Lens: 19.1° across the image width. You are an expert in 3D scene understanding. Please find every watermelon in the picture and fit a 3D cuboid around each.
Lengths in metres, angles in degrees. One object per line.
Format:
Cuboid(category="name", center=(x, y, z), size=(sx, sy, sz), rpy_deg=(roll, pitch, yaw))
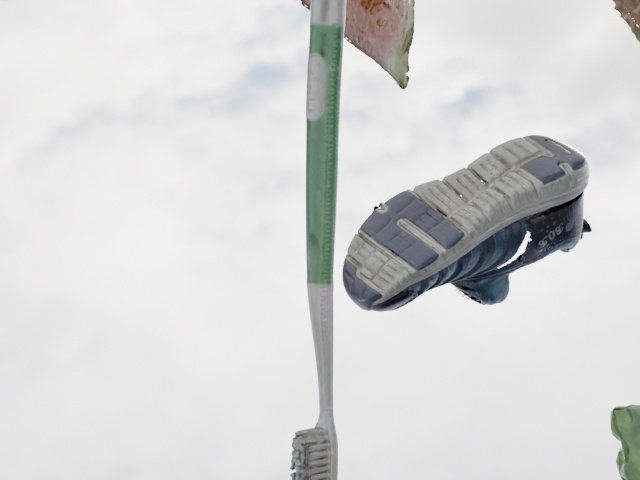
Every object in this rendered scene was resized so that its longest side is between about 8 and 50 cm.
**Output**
Cuboid(category="watermelon", center=(-0.013, -0.176, 1.048), size=(0.063, 0.245, 0.119), rpy_deg=(-23, -127, 22))

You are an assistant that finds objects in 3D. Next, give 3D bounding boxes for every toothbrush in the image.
Cuboid(category="toothbrush", center=(0.000, 0.000, 0.896), size=(0.024, 0.257, 0.018), rpy_deg=(-4, -171, -44))

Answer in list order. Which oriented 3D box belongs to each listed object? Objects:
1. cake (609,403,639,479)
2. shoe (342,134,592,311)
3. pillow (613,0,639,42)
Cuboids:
Cuboid(category="cake", center=(0.099, 0.144, 0.364), size=(0.100, 0.099, 0.235), rpy_deg=(-1, -113, 35))
Cuboid(category="shoe", center=(0.114, 0.005, 1.411), size=(0.207, 0.106, 0.091), rpy_deg=(-25, -146, -18))
Cuboid(category="pillow", center=(0.232, -0.218, 1.338), size=(0.135, 0.211, 0.034), rpy_deg=(-51, -154, -20))
